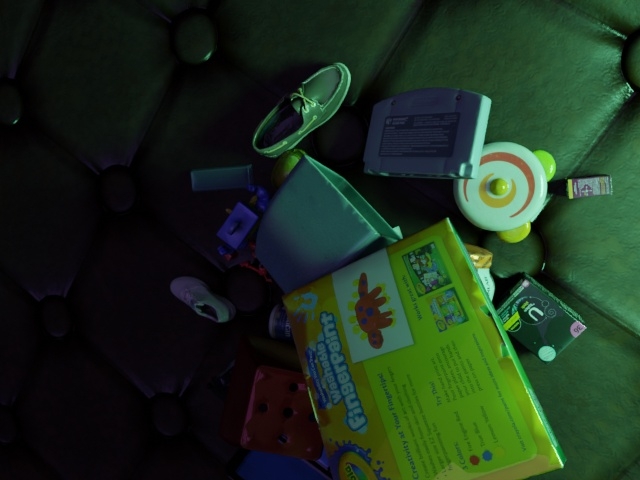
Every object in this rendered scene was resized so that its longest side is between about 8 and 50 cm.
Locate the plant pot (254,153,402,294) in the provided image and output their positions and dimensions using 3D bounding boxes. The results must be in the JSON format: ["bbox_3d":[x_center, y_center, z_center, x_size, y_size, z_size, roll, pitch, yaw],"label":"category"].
[{"bbox_3d":[0.000,0.000,1.186,0.252,0.248,0.247,-45,69,12],"label":"plant pot"}]

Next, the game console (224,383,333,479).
[{"bbox_3d":[-0.056,0.567,1.377,0.293,0.173,0.250,32,107,12],"label":"game console"}]

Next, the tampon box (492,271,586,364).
[{"bbox_3d":[0.483,0.171,1.174,0.161,0.101,0.120,40,108,10],"label":"tampon box"}]

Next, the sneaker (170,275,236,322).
[{"bbox_3d":[-0.345,0.166,1.465,0.212,0.094,0.080,24,106,15],"label":"sneaker"}]

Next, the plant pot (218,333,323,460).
[{"bbox_3d":[-0.089,0.389,1.251,0.267,0.236,0.267,13,83,-7],"label":"plant pot"}]

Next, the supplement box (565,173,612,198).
[{"bbox_3d":[0.577,-0.117,1.128,0.083,0.055,0.043,-5,97,20],"label":"supplement box"}]

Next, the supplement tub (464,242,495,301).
[{"bbox_3d":[0.272,0.174,1.192,0.207,0.207,0.337,14,102,17],"label":"supplement tub"}]

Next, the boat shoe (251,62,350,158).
[{"bbox_3d":[-0.051,-0.321,1.298,0.305,0.091,0.109,-42,83,19],"label":"boat shoe"}]

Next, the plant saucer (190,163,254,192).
[{"bbox_3d":[-0.273,-0.169,1.436,0.192,0.018,0.067,-2,97,18],"label":"plant saucer"}]

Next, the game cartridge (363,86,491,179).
[{"bbox_3d":[0.229,-0.238,1.161,0.294,0.060,0.195,11,93,45],"label":"game cartridge"}]

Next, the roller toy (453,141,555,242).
[{"bbox_3d":[0.390,-0.116,1.144,0.191,0.146,0.209,23,105,15],"label":"roller toy"}]

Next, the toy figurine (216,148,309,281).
[{"bbox_3d":[-0.144,-0.048,1.301,0.191,0.217,0.362,42,109,9],"label":"toy figurine"}]

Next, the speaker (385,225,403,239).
[{"bbox_3d":[0.188,0.034,1.284,0.055,0.055,0.136,-17,92,20],"label":"speaker"}]

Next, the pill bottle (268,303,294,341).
[{"bbox_3d":[-0.041,0.223,1.367,0.170,0.094,0.094,6,99,18],"label":"pill bottle"}]

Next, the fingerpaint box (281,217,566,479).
[{"bbox_3d":[0.170,0.245,0.974,0.371,0.163,0.444,-27,63,16],"label":"fingerpaint box"}]

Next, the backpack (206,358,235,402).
[{"bbox_3d":[-0.199,0.373,1.432,0.152,0.115,0.182,41,107,-3],"label":"backpack"}]
